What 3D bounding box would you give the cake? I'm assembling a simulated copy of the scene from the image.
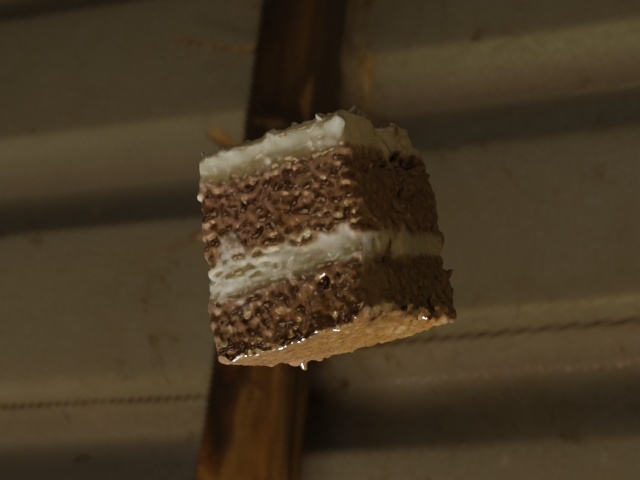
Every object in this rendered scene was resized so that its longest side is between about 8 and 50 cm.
[{"bbox_3d":[0.000,0.000,1.072,0.134,0.135,0.147,-20,-102,27],"label":"cake"}]
